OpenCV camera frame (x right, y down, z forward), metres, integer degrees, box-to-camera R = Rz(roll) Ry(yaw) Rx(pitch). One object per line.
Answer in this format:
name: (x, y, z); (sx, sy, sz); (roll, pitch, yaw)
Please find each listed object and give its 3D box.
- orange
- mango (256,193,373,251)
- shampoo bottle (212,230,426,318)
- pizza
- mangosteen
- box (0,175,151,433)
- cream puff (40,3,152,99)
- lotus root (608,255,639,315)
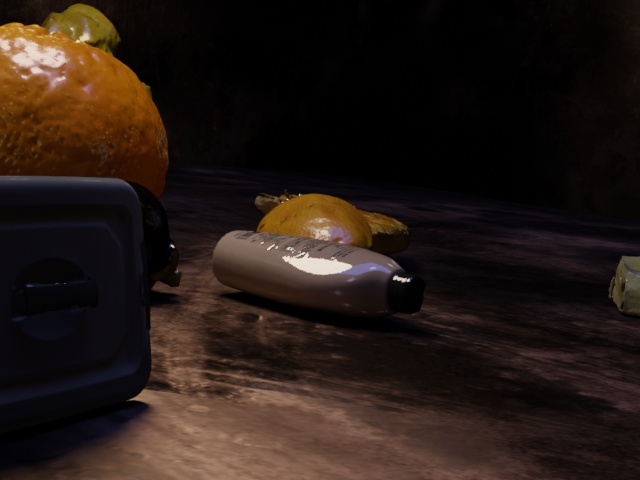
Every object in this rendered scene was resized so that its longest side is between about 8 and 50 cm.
orange: (-0.368, -0.131, 1.580); (0.340, 0.293, 0.340); (8, 6, -1)
mango: (0.000, 0.000, 1.543); (0.147, 0.109, 0.227); (-8, 11, -22)
shampoo bottle: (0.001, 0.039, 1.345); (0.256, 0.078, 0.127); (9, 10, 37)
pizza: (0.018, -0.010, 1.787); (0.223, 0.089, 0.323); (13, 6, 11)
mangosteen: (-0.215, 0.005, 1.337); (0.151, 0.137, 0.137); (41, -10, -24)
box: (-0.214, 0.040, 0.809); (0.130, 0.162, 0.227); (-3, 1, 27)
cream puff: (-0.425, -0.185, 2.020); (0.275, 0.378, 0.378); (37, -5, -20)
lotus root: (0.458, 0.061, 1.604); (0.144, 0.070, 0.143); (6, 7, -2)
